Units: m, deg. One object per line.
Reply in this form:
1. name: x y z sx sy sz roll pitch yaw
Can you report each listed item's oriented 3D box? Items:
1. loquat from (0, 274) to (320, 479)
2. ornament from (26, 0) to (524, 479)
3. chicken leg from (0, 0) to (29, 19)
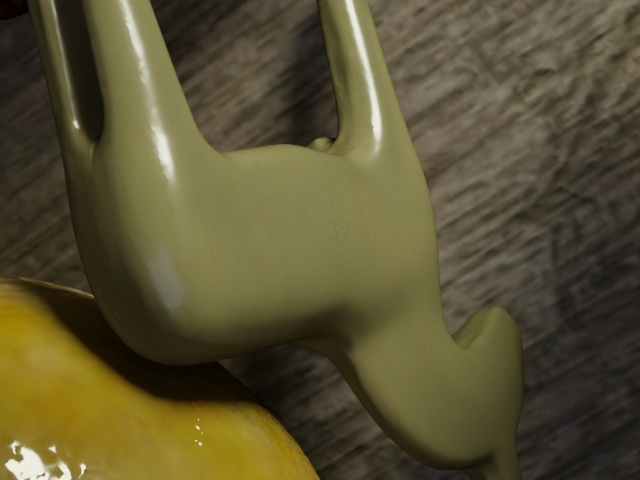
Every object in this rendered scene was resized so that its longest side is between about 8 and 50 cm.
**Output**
1. loquat: -0.144 0.162 0.568 0.328 0.359 0.328 3 64 -7
2. ornament: 0.000 0.000 0.606 0.061 0.230 0.244 -21 79 41
3. chicken leg: -0.172 -0.219 0.542 0.177 0.083 0.322 -37 130 -6
